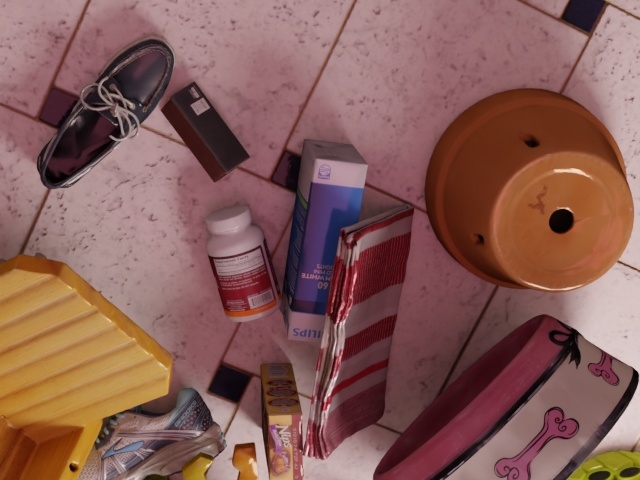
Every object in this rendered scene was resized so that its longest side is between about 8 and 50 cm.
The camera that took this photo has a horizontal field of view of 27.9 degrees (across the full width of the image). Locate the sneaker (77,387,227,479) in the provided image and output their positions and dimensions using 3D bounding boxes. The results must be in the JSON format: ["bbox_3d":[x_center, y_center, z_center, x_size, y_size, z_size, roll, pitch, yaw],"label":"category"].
[{"bbox_3d":[-0.287,0.299,1.883,0.283,0.110,0.122,-20,91,-4],"label":"sneaker"}]

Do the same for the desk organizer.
[{"bbox_3d":[-0.161,-0.148,1.780,0.047,0.050,0.130,-38,93,-30],"label":"desk organizer"}]

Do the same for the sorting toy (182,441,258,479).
[{"bbox_3d":[-0.153,0.446,1.842,0.229,0.041,0.307,-6,105,-5],"label":"sorting toy"}]

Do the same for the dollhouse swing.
[{"bbox_3d":[-0.416,0.234,1.673,0.305,0.315,0.347,-10,136,39],"label":"dollhouse swing"}]

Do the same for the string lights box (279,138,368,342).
[{"bbox_3d":[0.000,0.000,1.801,0.077,0.133,0.259,6,106,-9],"label":"string lights box"}]

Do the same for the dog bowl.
[{"bbox_3d":[0.241,0.268,1.791,0.408,0.408,0.150,-44,88,6],"label":"dog bowl"}]

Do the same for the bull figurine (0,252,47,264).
[{"bbox_3d":[-0.529,0.038,1.750,0.310,0.101,0.188,34,119,-25],"label":"bull figurine"}]

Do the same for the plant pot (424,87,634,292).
[{"bbox_3d":[0.307,-0.050,1.790,0.291,0.203,0.291,-2,107,-7],"label":"plant pot"}]

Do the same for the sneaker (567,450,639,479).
[{"bbox_3d":[0.417,0.425,2.009,0.295,0.109,0.123,-24,131,-2],"label":"sneaker"}]

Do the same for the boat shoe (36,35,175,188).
[{"bbox_3d":[-0.291,-0.171,1.742,0.254,0.079,0.095,-42,106,6],"label":"boat shoe"}]

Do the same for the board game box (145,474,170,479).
[{"bbox_3d":[-0.302,0.419,1.927,0.181,0.043,0.092,-18,107,1],"label":"board game box"}]

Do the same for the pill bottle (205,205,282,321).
[{"bbox_3d":[-0.112,0.032,1.821,0.086,0.086,0.152,-15,107,-3],"label":"pill bottle"}]

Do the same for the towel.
[{"bbox_3d":[0.063,0.125,1.806,0.037,0.237,0.329,15,106,22],"label":"towel"}]

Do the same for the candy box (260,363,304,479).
[{"bbox_3d":[-0.056,0.260,1.841,0.053,0.186,0.109,-3,106,-7],"label":"candy box"}]
